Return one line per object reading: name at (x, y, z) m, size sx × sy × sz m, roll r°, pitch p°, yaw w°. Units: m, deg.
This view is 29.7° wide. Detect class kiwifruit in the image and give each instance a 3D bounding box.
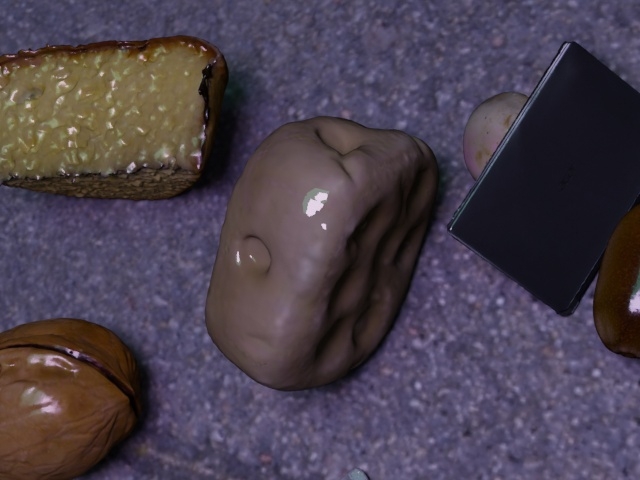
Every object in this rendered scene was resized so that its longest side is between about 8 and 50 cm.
kiwifruit at (0.246, 0.028, 0.903) m, size 0.075 × 0.075 × 0.124 m, roll 15°, pitch 74°, yaw 25°

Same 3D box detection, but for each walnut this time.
walnut at (-0.232, 0.135, 1.016) m, size 0.180 × 0.144 × 0.144 m, roll -16°, pitch 66°, yaw 25°

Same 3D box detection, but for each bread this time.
bread at (-0.177, -0.102, 1.080) m, size 0.260 × 0.134 × 0.129 m, roll -2°, pitch 81°, yaw 26°

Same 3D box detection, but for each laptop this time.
laptop at (0.192, -0.047, 0.937) m, size 0.129 × 0.016 × 0.180 m, roll 35°, pitch 84°, yaw -16°

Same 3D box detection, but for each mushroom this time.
mushroom at (0.153, -0.078, 0.977) m, size 0.084 × 0.068 × 0.083 m, roll -2°, pitch 88°, yaw 55°

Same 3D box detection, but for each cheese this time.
cheese at (0.000, 0.000, 0.935) m, size 0.117 × 0.218 × 0.235 m, roll 24°, pitch 59°, yaw 21°

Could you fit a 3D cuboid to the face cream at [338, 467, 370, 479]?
face cream at (-0.036, 0.280, 0.938) m, size 0.224 × 0.070 × 0.114 m, roll -29°, pitch 63°, yaw -4°
